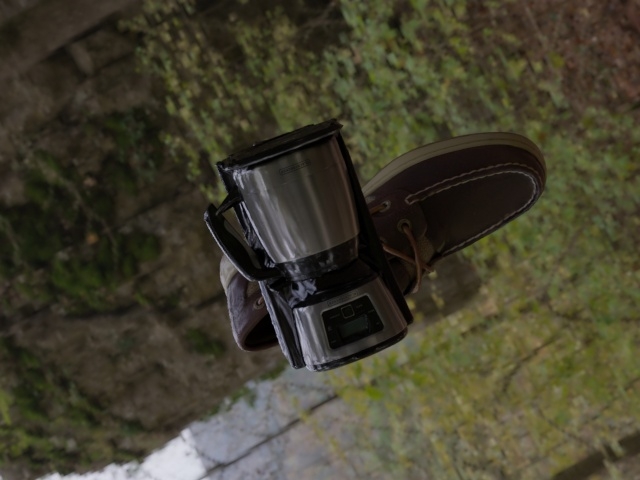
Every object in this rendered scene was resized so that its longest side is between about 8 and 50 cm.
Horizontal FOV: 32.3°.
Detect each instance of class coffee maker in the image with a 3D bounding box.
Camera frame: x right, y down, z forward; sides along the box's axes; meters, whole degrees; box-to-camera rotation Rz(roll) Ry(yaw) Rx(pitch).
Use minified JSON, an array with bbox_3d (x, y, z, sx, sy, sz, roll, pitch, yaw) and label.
[{"bbox_3d":[0.000,0.000,0.882,0.171,0.120,0.178,-45,-64,-71],"label":"coffee maker"}]

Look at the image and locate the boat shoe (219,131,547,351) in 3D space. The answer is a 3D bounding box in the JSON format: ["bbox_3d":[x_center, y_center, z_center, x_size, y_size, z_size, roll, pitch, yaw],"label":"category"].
[{"bbox_3d":[0.062,0.014,1.053,0.123,0.342,0.123,-99,-17,-47],"label":"boat shoe"}]
